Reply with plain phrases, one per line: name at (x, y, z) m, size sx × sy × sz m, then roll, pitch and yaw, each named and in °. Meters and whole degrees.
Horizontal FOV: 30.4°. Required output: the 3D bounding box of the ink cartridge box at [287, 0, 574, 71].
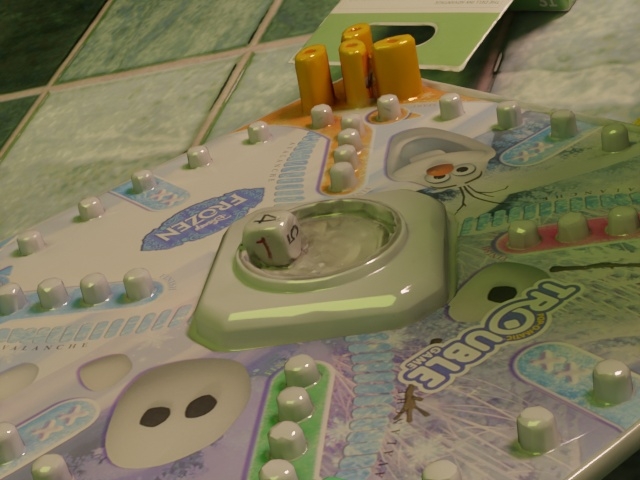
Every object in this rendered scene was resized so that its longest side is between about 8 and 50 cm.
ink cartridge box at (0.107, -0.193, 0.884) m, size 0.171 × 0.056 × 0.235 m, roll 10°, pitch 57°, yaw 44°

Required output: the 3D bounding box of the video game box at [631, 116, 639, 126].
video game box at (0.296, -0.066, 0.603) m, size 0.205 × 0.048 × 0.187 m, roll -34°, pitch 38°, yaw -2°

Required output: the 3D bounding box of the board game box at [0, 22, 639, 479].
board game box at (0.000, 0.000, 0.562) m, size 0.390 × 0.050 × 0.390 m, roll -29°, pitch 31°, yaw -29°
